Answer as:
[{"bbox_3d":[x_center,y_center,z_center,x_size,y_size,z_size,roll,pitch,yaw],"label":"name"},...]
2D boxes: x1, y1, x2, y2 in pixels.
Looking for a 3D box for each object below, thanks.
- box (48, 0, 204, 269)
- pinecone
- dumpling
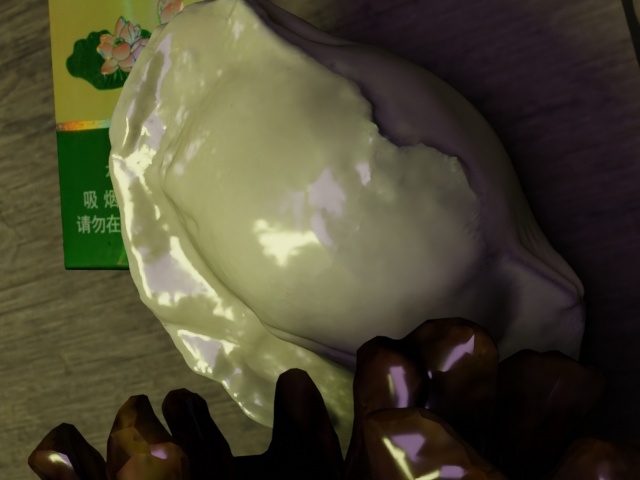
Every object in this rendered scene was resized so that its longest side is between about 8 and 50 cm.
[{"bbox_3d":[-0.100,-0.100,0.616,0.132,0.034,0.235,0,94,28],"label":"box"},{"bbox_3d":[0.007,0.200,0.384,0.384,0.384,0.385,3,96,27],"label":"pinecone"},{"bbox_3d":[0.000,0.000,0.510,0.193,0.147,0.258,-42,92,23],"label":"dumpling"}]
